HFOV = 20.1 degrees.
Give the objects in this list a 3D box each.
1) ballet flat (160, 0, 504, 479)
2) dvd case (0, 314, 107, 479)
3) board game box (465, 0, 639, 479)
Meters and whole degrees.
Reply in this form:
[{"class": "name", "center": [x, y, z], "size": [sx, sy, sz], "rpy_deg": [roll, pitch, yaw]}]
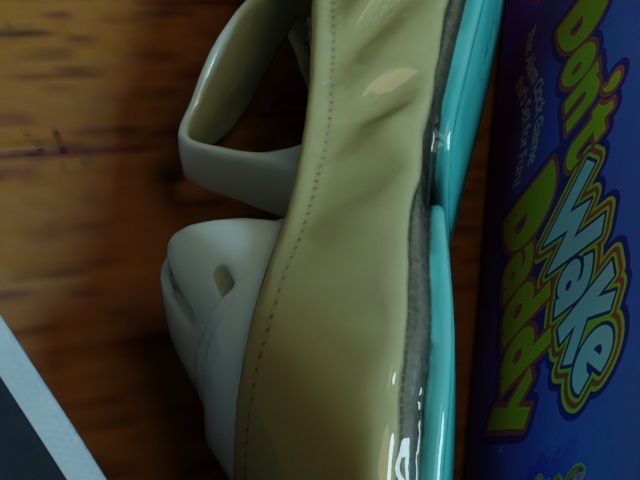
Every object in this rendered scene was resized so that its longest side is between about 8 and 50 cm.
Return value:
[{"class": "ballet flat", "center": [0.000, 0.000, 0.410], "size": [0.073, 0.080, 0.232], "rpy_deg": [5, 43, 6]}, {"class": "dvd case", "center": [-0.122, 0.053, 0.299], "size": [0.179, 0.029, 0.239], "rpy_deg": [-20, 66, -43]}, {"class": "board game box", "center": [0.159, 0.037, 0.465], "size": [0.233, 0.078, 0.347], "rpy_deg": [24, 44, -15]}]
